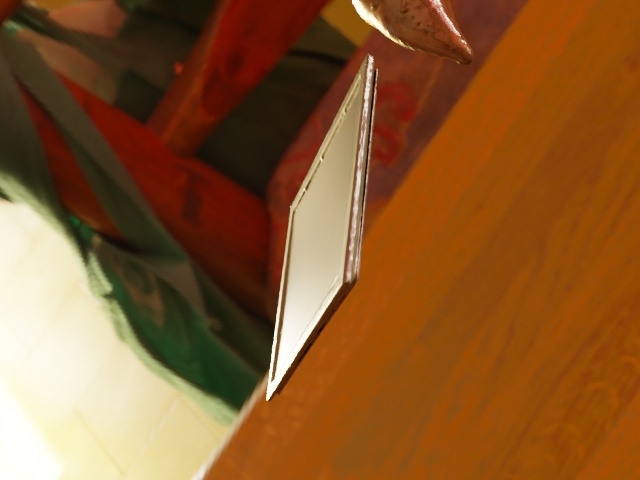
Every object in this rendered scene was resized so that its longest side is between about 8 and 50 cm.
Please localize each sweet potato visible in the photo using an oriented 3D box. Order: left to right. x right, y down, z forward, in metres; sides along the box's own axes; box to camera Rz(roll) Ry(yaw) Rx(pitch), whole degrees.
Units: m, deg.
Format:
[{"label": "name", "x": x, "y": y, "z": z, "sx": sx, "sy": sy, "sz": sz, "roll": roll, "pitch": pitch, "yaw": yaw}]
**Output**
[{"label": "sweet potato", "x": 0.060, "y": -0.272, "z": 1.104, "sx": 0.095, "sy": 0.106, "sz": 0.354, "roll": -56, "pitch": 26, "yaw": 33}]

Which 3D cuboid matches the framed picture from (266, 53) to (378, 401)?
[{"label": "framed picture", "x": 0.000, "y": 0.000, "z": 0.723, "sx": 0.183, "sy": 0.011, "sz": 0.142, "roll": 119, "pitch": 160, "yaw": -60}]
